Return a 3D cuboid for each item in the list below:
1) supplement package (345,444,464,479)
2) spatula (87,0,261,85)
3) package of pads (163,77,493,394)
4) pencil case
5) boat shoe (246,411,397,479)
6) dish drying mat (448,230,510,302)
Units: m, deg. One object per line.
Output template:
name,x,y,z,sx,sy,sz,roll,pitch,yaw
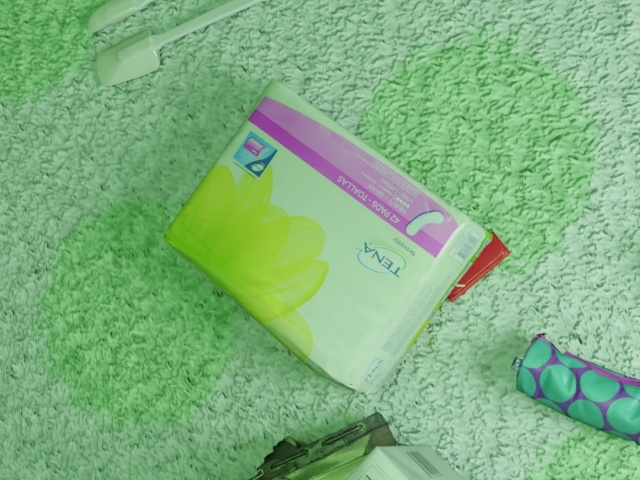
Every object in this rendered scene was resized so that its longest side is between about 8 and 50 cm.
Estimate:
supplement package,0.063,0.364,1.413,0.198,0.199,0.263,44,98,20
spatula,-0.176,-0.297,1.699,0.242,0.019,0.168,-21,70,15
package of pads,0.000,0.000,1.539,0.296,0.101,0.229,37,94,24
pencil case,0.271,0.148,1.442,0.151,0.064,0.070,23,116,21
boat shoe,-0.022,0.245,1.532,0.223,0.080,0.073,-20,70,11
dish drying mat,0.162,0.028,1.530,0.083,0.008,0.032,-41,70,10
